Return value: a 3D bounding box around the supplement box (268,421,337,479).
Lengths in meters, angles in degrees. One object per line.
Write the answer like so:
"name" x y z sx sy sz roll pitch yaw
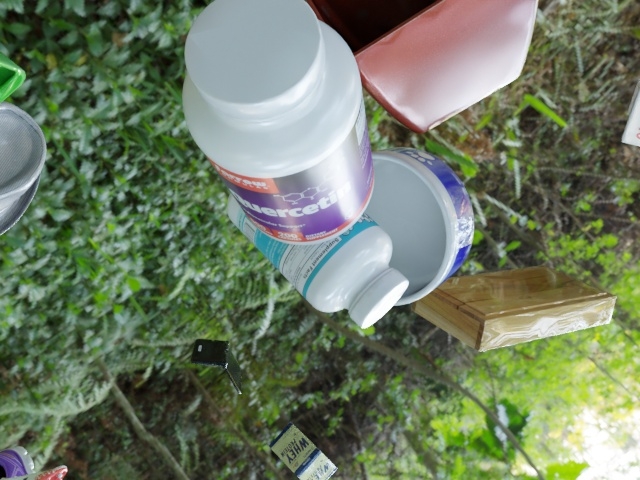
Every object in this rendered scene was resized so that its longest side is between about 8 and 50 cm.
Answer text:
"supplement box" -0.030 0.372 1.121 0.056 0.083 0.083 -45 136 -13

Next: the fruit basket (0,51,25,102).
"fruit basket" -0.431 -0.080 0.569 0.283 0.392 0.392 -35 165 3

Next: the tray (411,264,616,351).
"tray" 0.423 0.133 1.417 0.411 0.203 0.076 -4 111 -33

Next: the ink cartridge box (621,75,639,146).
"ink cartridge box" 0.513 -0.200 0.780 0.168 0.233 0.171 -65 160 -17

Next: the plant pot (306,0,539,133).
"plant pot" 0.146 -0.315 0.921 0.267 0.267 0.236 -30 141 9

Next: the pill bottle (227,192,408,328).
"pill bottle" 0.000 0.000 0.929 0.146 0.264 0.146 -40 162 -16

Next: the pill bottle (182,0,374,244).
"pill bottle" -0.039 -0.122 0.724 0.181 0.181 0.323 -40 161 -5

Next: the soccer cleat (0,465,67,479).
"soccer cleat" -0.282 0.233 0.618 0.083 0.035 0.029 -28 149 -37

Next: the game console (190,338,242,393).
"game console" -0.214 0.260 1.359 0.122 0.107 0.071 -117 -146 -77

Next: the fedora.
"fedora" -0.559 -0.129 1.082 0.124 0.243 0.275 -6 -138 35

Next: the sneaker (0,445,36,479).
"sneaker" -0.474 0.407 1.031 0.068 0.170 0.071 -52 160 16

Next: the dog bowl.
"dog bowl" 0.126 -0.027 1.138 0.104 0.265 0.265 -23 156 -52
